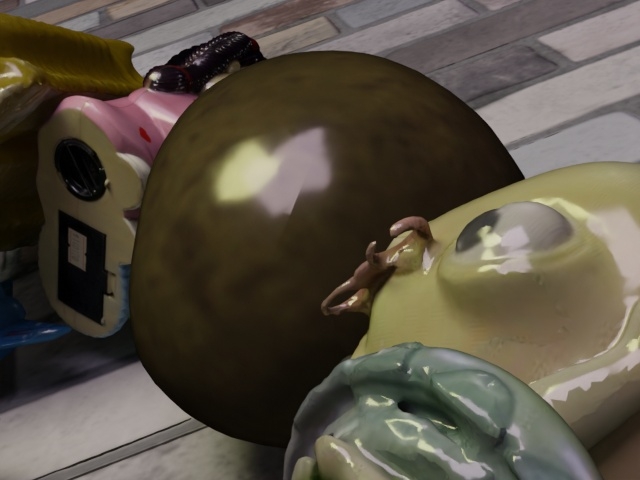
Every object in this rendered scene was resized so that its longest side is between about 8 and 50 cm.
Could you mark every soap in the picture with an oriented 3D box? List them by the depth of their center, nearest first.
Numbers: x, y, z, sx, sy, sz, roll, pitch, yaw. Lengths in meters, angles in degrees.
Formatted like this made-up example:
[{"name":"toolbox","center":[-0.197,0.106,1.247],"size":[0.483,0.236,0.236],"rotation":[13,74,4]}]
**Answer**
[{"name":"soap","center":[-0.240,-0.073,0.787],"size":[0.199,0.091,0.315],"rotation":[-44,-4,13]}]

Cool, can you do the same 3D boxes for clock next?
[{"name":"clock","center":[-0.110,-0.046,0.759],"size":[0.100,0.194,0.195],"rotation":[27,39,20]}]

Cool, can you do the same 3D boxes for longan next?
[{"name":"longan","center":[0.000,0.000,0.602],"size":[0.246,0.215,0.246],"rotation":[-6,8,1]}]

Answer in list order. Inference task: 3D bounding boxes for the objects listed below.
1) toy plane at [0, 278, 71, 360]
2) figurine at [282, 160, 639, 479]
[{"name":"toy plane","center":[-0.310,0.104,0.699],"size":[0.271,0.105,0.254],"rotation":[-34,32,-24]},{"name":"figurine","center":[0.053,0.119,0.332],"size":[0.394,0.226,0.274],"rotation":[-15,59,-44]}]
